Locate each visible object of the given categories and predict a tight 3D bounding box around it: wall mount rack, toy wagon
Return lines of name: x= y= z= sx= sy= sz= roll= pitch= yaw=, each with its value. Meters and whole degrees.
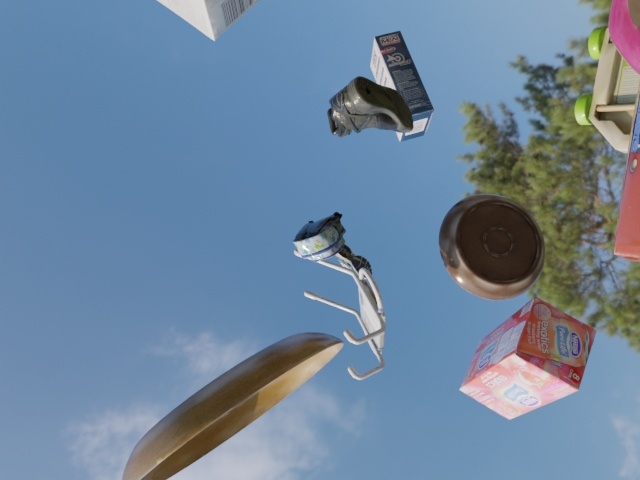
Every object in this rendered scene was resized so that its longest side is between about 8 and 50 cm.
wall mount rack: x=0.060 y=0.170 z=1.293 sx=0.131 sy=0.350 sz=0.304 roll=-22 pitch=-127 yaw=-11
toy wagon: x=0.571 y=-0.313 z=0.816 sx=0.068 sy=0.267 sz=0.344 roll=7 pitch=-85 yaw=-38

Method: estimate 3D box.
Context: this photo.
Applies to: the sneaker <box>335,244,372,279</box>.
sneaker: x=0.093 y=0.065 z=1.481 sx=0.135 sy=0.058 sz=0.052 roll=44 pitch=-117 yaw=9

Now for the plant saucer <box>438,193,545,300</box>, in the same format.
plant saucer: x=0.484 y=0.008 z=1.413 sx=0.311 sy=0.050 sz=0.310 roll=1 pitch=-105 yaw=-5

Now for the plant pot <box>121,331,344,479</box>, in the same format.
plant pot: x=-0.081 y=0.155 z=0.483 sx=0.236 sy=0.236 sz=0.032 roll=-22 pitch=-111 yaw=-40

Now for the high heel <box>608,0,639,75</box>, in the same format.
high heel: x=0.451 y=-0.340 z=0.683 sx=0.082 sy=0.117 sz=0.243 roll=-6 pitch=-99 yaw=-9

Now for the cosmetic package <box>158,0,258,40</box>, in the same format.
cosmetic package: x=-0.227 y=-0.515 z=0.958 sx=0.184 sy=0.151 sz=0.151 roll=37 pitch=-105 yaw=12

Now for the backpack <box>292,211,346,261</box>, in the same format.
backpack: x=0.000 y=0.000 z=1.178 sx=0.084 sy=0.105 sz=0.114 roll=64 pitch=-149 yaw=-13

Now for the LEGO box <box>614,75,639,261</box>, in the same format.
LEGO box: x=0.403 y=-0.045 z=0.083 sx=0.501 sy=0.372 sz=0.193 roll=8 pitch=-88 yaw=7

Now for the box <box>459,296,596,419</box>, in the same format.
box: x=0.450 y=0.274 z=1.142 sx=0.142 sy=0.300 sz=0.154 roll=30 pitch=-120 yaw=9

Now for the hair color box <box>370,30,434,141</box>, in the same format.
hair color box: x=0.286 y=-0.553 z=1.838 sx=0.105 sy=0.174 sz=0.346 roll=-16 pitch=-108 yaw=-6

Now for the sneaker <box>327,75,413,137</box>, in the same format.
sneaker: x=0.102 y=-0.271 z=1.101 sx=0.228 sy=0.130 sz=0.087 roll=3 pitch=-107 yaw=-47
